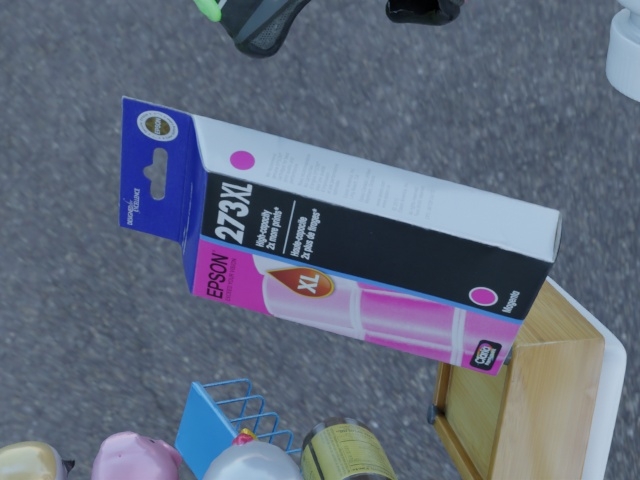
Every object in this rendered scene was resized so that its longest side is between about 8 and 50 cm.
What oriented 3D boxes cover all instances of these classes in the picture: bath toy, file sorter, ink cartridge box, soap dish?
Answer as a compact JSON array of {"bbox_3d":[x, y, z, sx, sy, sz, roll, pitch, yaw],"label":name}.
[{"bbox_3d":[-0.181,0.239,1.133,0.348,0.129,0.151,-10,107,5],"label":"bath toy"},{"bbox_3d":[-0.111,0.289,1.750,0.170,0.104,0.118,45,128,41],"label":"file sorter"},{"bbox_3d":[0.000,0.000,1.059,0.371,0.175,0.069,17,52,2],"label":"ink cartridge box"},{"bbox_3d":[0.206,0.158,1.322,0.118,0.291,0.229,5,105,-10],"label":"soap dish"}]

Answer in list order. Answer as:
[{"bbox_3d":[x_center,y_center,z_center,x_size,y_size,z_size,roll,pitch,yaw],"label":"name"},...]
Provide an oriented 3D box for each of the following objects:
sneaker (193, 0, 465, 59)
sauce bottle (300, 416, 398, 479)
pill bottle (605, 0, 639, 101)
[{"bbox_3d":[0.102,-0.294,1.053,0.483,0.185,0.202,-24,109,-9],"label":"sneaker"},{"bbox_3d":[0.048,0.318,1.471,0.111,0.344,0.111,-2,105,-7],"label":"sauce bottle"},{"bbox_3d":[0.224,-0.191,0.696,0.121,0.221,0.121,1,30,-1],"label":"pill bottle"}]
